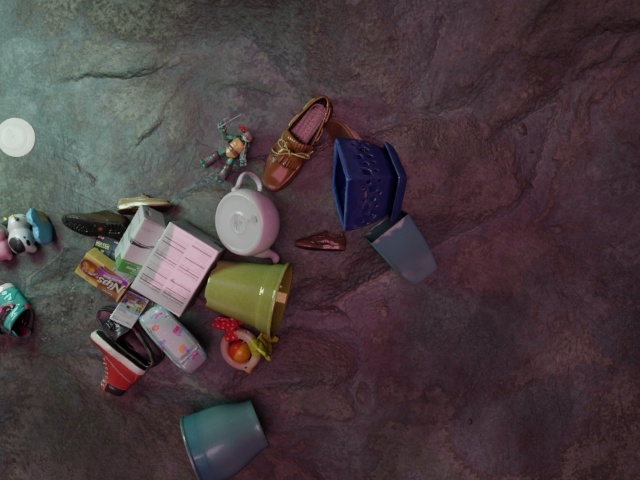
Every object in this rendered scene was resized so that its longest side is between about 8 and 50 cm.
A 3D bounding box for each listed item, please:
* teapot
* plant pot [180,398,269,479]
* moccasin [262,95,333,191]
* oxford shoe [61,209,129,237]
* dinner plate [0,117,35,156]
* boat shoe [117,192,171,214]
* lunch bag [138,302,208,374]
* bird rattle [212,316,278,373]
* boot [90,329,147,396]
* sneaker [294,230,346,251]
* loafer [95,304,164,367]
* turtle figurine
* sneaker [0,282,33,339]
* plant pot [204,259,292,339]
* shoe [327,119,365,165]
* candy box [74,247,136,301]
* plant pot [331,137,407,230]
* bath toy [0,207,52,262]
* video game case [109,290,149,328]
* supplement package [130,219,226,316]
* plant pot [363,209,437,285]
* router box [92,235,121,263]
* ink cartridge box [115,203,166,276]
[{"bbox_3d":[-0.234,-0.074,1.721,0.253,0.187,0.256,36,116,21],"label":"teapot"},{"bbox_3d":[-0.333,0.711,1.750,0.255,0.272,0.271,-22,94,-14],"label":"plant pot"},{"bbox_3d":[-0.080,-0.341,1.713,0.139,0.147,0.380,39,93,-3],"label":"moccasin"},{"bbox_3d":[-0.812,-0.068,1.761,0.227,0.096,0.082,9,129,-14],"label":"oxford shoe"},{"bbox_3d":[-1.115,-0.377,1.771,0.141,0.017,0.141,0,93,0],"label":"dinner plate"},{"bbox_3d":[-0.643,-0.141,1.769,0.190,0.068,0.072,-3,66,-7],"label":"boat shoe"},{"bbox_3d":[-0.525,0.344,1.731,0.108,0.224,0.279,-42,93,-18],"label":"lunch bag"},{"bbox_3d":[-0.295,0.383,1.784,0.254,0.143,0.206,25,110,1],"label":"bird rattle"},{"bbox_3d":[-0.794,0.463,1.804,0.176,0.088,0.244,-45,97,4],"label":"boot"},{"bbox_3d":[0.000,0.000,1.791,0.189,0.066,0.071,5,78,-6],"label":"sneaker"},{"bbox_3d":[-0.707,0.354,1.788,0.302,0.095,0.109,42,93,-3],"label":"loafer"},{"bbox_3d":[-0.311,-0.324,1.730,0.234,0.118,0.175,-43,79,18],"label":"turtle figurine"},{"bbox_3d":[-1.165,0.322,1.776,0.178,0.124,0.295,37,92,7],"label":"sneaker"},{"bbox_3d":[-0.256,0.182,1.706,0.254,0.276,0.276,13,94,6],"label":"plant pot"},{"bbox_3d":[0.112,-0.354,1.764,0.219,0.058,0.076,45,124,1],"label":"shoe"},{"bbox_3d":[-0.783,0.126,1.769,0.187,0.053,0.109,40,114,-8],"label":"candy box"},{"bbox_3d":[0.164,-0.197,1.654,0.212,0.236,0.236,-4,136,-7],"label":"plant pot"},{"bbox_3d":[-1.158,-0.001,1.745,0.348,0.129,0.151,-23,60,1],"label":"bath toy"},{"bbox_3d":[-0.704,0.255,1.791,0.087,0.011,0.122,26,60,-2],"label":"video game case"},{"bbox_3d":[-0.489,0.090,1.717,0.198,0.199,0.262,32,93,-3],"label":"supplement package"},{"bbox_3d":[0.301,0.032,1.743,0.166,0.165,0.234,-40,101,3],"label":"plant pot"},{"bbox_3d":[-0.773,0.035,1.792,0.123,0.038,0.092,20,94,-2],"label":"router box"},{"bbox_3d":[-0.630,-0.002,1.695,0.087,0.153,0.208,26,104,-32],"label":"ink cartridge box"}]
